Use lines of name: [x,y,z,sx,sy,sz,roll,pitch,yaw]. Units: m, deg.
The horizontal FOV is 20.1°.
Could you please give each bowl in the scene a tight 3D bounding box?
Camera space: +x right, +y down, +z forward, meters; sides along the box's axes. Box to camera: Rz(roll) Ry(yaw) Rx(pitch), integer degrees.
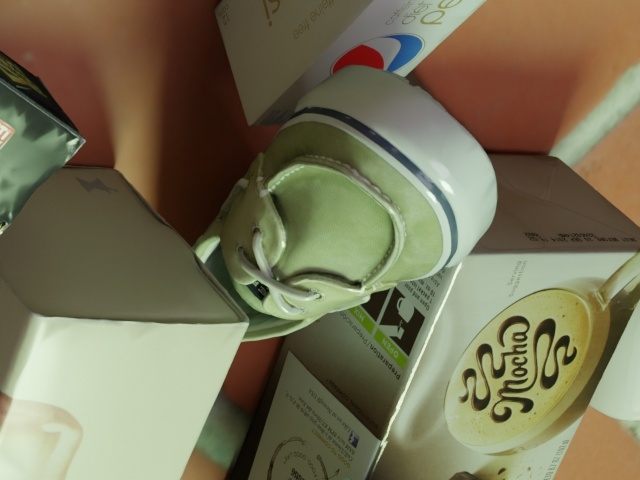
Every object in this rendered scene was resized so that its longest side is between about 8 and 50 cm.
bowl: [0.269,0.071,1.315,0.142,0.053,0.142,-10,128,-30]

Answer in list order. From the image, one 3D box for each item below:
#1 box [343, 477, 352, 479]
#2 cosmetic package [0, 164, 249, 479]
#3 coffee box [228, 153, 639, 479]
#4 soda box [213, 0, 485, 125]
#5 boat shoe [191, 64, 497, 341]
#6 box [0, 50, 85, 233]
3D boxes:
box: [0.037,0.248,1.098,0.100,0.060,0.244,-38,136,-3]
cosmetic package: [-0.173,0.120,0.945,0.129,0.153,0.296,4,119,-40]
coffee box: [0.065,0.099,1.131,0.168,0.119,0.297,0,123,-37]
soda box: [0.033,-0.136,0.876,0.069,0.074,0.216,-4,157,-35]
boat shoe: [0.000,0.000,0.904,0.094,0.109,0.302,-47,-178,-18]
box: [-0.295,-0.016,0.737,0.293,0.073,0.295,-49,137,5]
